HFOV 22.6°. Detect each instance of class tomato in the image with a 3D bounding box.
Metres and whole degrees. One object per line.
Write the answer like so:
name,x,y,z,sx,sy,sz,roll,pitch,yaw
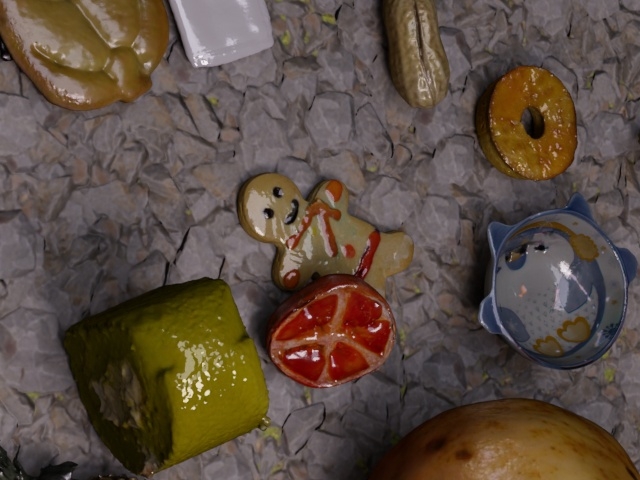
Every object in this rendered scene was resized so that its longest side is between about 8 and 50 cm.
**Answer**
tomato,0.011,0.098,1.888,0.156,0.069,0.155,-7,126,-10

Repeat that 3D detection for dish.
dish,0.283,0.053,2.039,0.236,0.086,0.227,8,80,-26

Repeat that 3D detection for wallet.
wallet,-0.129,-0.299,1.894,0.124,0.032,0.182,-22,96,-28

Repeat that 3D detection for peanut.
peanut,0.117,-0.248,1.991,0.080,0.080,0.174,-9,90,-28

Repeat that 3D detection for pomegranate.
pomegranate,0.243,0.358,1.810,0.410,0.410,0.410,3,83,-27

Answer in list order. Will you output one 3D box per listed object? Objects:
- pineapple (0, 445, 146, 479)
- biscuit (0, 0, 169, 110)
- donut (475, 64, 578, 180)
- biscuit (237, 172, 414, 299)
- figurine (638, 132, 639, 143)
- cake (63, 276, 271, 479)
pineapple,-0.275,0.286,1.713,0.251,0.125,0.125,24,74,-19
biscuit,-0.280,-0.267,1.805,0.203,0.041,0.260,-42,105,-25
donut,0.262,-0.147,2.066,0.152,0.058,0.151,4,82,-28
biscuit,0.000,0.000,1.930,0.234,0.030,0.153,36,68,-20
figurine,0.568,-0.031,2.181,0.187,0.168,0.315,-35,110,-37
cake,-0.158,0.144,1.698,0.156,0.260,0.179,-25,97,-25
